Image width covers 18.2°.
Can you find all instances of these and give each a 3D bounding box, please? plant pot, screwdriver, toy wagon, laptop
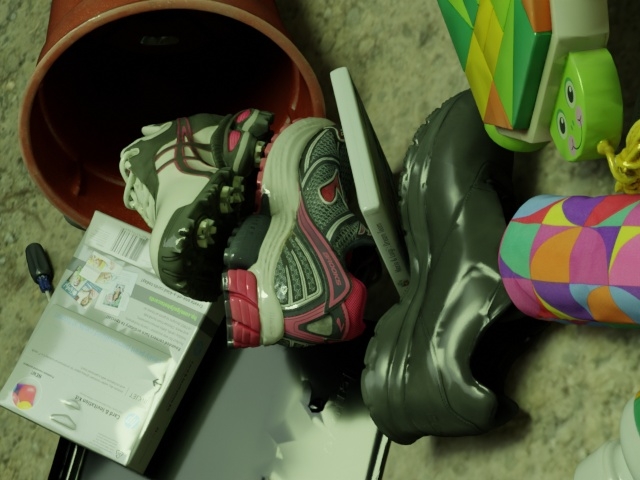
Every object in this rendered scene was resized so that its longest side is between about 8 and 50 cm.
[{"bbox_3d":[-0.145,-0.181,1.860,0.272,0.272,0.265,-44,33,25],"label":"plant pot"},{"bbox_3d":[-0.278,0.060,2.062,0.170,0.024,0.025,-119,34,-47],"label":"screwdriver"},{"bbox_3d":[0.149,-0.178,1.408,0.267,0.068,0.344,97,161,-53],"label":"toy wagon"},{"bbox_3d":[-0.122,0.256,1.750,0.408,0.236,0.382,135,152,-72],"label":"laptop"}]

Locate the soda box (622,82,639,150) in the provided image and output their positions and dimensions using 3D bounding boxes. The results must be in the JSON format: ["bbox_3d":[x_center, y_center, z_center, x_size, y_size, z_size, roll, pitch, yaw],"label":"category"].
[{"bbox_3d":[0.305,-0.166,1.413,0.098,0.091,0.286,-4,65,52],"label":"soda box"}]

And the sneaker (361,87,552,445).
[{"bbox_3d":[0.125,0.020,1.533,0.130,0.109,0.286,-1,74,40],"label":"sneaker"}]

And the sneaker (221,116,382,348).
[{"bbox_3d":[0.000,0.000,1.648,0.299,0.112,0.121,-74,-16,-56],"label":"sneaker"}]

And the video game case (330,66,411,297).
[{"bbox_3d":[0.047,-0.040,1.624,0.019,0.143,0.157,-18,49,7],"label":"video game case"}]

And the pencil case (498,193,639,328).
[{"bbox_3d":[0.231,0.014,1.384,0.236,0.104,0.104,1,70,52],"label":"pencil case"}]

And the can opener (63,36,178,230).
[{"bbox_3d":[-0.208,-0.147,2.052,0.074,0.093,0.280,2,75,51],"label":"can opener"}]

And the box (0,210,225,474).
[{"bbox_3d":[-0.170,0.084,1.687,0.145,0.038,0.186,21,78,27],"label":"box"}]

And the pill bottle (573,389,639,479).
[{"bbox_3d":[0.265,0.120,1.264,0.208,0.117,0.117,-41,41,29],"label":"pill bottle"}]

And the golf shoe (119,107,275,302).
[{"bbox_3d":[-0.114,-0.028,1.645,0.273,0.120,0.105,-68,-19,-66],"label":"golf shoe"}]
